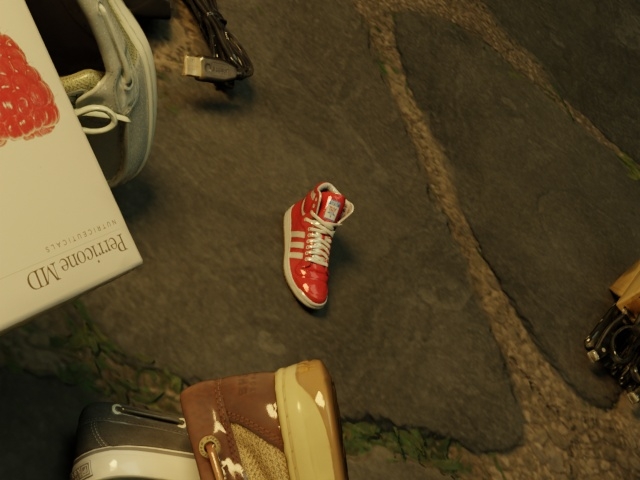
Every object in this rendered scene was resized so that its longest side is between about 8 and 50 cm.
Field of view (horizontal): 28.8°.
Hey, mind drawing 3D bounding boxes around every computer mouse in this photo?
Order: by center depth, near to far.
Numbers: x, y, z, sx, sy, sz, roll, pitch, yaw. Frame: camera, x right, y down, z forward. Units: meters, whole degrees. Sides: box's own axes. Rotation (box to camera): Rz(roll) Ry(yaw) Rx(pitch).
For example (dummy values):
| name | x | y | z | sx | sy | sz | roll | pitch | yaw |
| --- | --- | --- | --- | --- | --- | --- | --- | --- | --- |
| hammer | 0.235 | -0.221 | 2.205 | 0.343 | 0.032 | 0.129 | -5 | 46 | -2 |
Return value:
| name | x | y | z | sx | sy | sz | roll | pitch | yaw |
| --- | --- | --- | --- | --- | --- | --- | --- | --- | --- |
| computer mouse | -0.175 | -0.215 | 1.154 | 0.262 | 0.060 | 0.184 | 14 | 42 | -54 |

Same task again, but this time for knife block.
| name | x | y | z | sx | sy | sz | roll | pitch | yaw |
| --- | --- | --- | --- | --- | --- | --- | --- | --- | --- |
| knife block | 0.409 | 0.052 | 1.358 | 0.088 | 0.275 | 0.242 | 47 | 5 | -1 |

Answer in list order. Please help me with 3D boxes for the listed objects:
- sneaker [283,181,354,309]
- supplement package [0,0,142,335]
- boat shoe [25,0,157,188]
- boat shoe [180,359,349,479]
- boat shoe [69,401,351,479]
| name | x | y | z | sx | sy | sz | roll | pitch | yaw |
| --- | --- | --- | --- | --- | --- | --- | --- | --- | --- |
| sneaker | 0.000 | 0.000 | 1.116 | 0.042 | 0.067 | 0.118 | 20 | 43 | -32 |
| supplement package | -0.271 | -0.068 | 0.739 | 0.177 | 0.175 | 0.293 | -30 | 97 | -55 |
| boat shoe | -0.199 | -0.156 | 0.899 | 0.118 | 0.320 | 0.103 | 6 | 43 | 12 |
| boat shoe | -0.032 | 0.251 | 0.782 | 0.123 | 0.123 | 0.342 | 76 | 7 | -84 |
| boat shoe | -0.072 | 0.158 | 0.888 | 0.228 | 0.080 | 0.076 | 12 | 49 | -29 |
